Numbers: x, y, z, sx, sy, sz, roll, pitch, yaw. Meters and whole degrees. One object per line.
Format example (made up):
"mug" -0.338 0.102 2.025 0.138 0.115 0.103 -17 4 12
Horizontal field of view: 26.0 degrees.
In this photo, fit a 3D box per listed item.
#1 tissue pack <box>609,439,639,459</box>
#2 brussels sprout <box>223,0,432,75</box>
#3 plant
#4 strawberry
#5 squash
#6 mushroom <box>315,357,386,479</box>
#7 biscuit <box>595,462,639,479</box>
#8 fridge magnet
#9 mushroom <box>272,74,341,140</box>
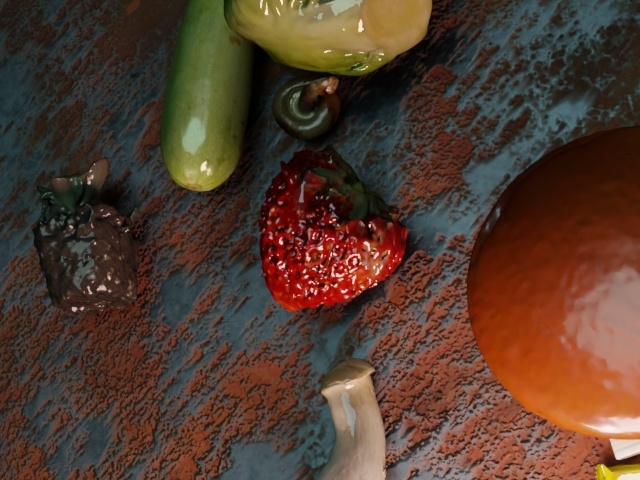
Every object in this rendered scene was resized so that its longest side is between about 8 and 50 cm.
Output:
"tissue pack" 0.342 0.188 1.554 0.056 0.023 0.108 -21 66 17
"brussels sprout" 0.007 -0.340 1.753 0.294 0.227 0.259 29 77 40
"plant" -0.316 -0.005 1.866 0.142 0.131 0.203 -12 79 23
"strawberry" 0.000 0.000 1.694 0.201 0.187 0.184 -52 24 21
"squash" -0.144 -0.241 1.869 0.118 0.118 0.370 -3 69 25
"mushroom" 0.036 0.250 1.652 0.092 0.081 0.223 6 74 7
"biscuit" 0.440 0.250 1.489 0.292 0.026 0.048 -10 90 23
"fridge magnet" 0.339 0.044 1.510 0.364 0.155 0.363 -8 64 18
"mushroom" -0.006 -0.177 1.798 0.129 0.073 0.088 -18 51 55
